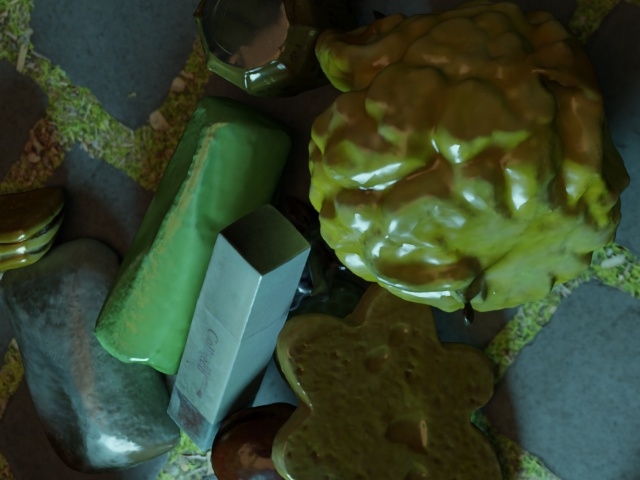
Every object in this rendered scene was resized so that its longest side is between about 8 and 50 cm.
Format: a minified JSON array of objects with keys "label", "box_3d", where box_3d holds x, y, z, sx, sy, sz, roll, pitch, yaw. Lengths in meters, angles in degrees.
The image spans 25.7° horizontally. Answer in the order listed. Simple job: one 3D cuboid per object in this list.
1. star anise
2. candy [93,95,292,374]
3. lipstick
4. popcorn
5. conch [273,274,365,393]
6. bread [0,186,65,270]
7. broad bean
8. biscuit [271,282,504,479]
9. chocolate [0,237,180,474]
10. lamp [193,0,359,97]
[{"label":"star anise","box_3d":[0.000,0.000,1.618,0.181,0.061,0.204,7,66,49]},{"label":"candy","box_3d":[-0.147,-0.002,1.659,0.142,0.132,0.343,26,106,0]},{"label":"lipstick","box_3d":[-0.099,0.107,1.591,0.076,0.080,0.371,46,145,20]},{"label":"popcorn","box_3d":[0.141,-0.105,1.453,0.349,0.349,0.381,-37,49,23]},{"label":"conch","box_3d":[0.000,0.125,1.646,0.116,0.106,0.172,17,90,6]},{"label":"bread","box_3d":[-0.417,-0.006,1.792,0.200,0.116,0.077,-9,112,25]},{"label":"broad bean","box_3d":[-0.022,0.284,1.651,0.228,0.122,0.156,38,108,-6]},{"label":"biscuit","box_3d":[0.084,0.222,1.585,0.275,0.052,0.354,-27,102,-14]},{"label":"chocolate","box_3d":[-0.307,0.153,1.782,0.185,0.100,0.303,-19,88,27]},{"label":"lamp","box_3d":[-0.045,-0.238,1.557,0.161,0.185,0.161,3,98,22]}]
